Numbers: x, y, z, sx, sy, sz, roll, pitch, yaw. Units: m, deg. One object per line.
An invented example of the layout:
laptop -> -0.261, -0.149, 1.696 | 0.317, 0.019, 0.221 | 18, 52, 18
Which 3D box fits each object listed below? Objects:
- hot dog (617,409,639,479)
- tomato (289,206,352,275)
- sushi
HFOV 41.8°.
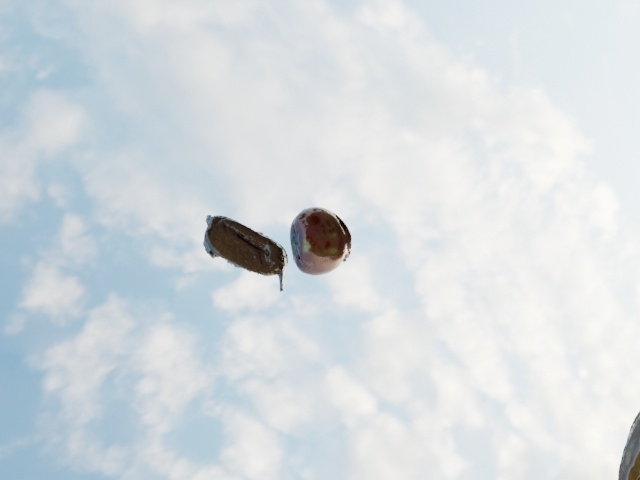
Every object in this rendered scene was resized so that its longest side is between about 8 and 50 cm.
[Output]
hot dog -> 0.341, 0.211, 0.674 | 0.196, 0.122, 0.272 | 8, -101, -11
tomato -> 0.000, 0.000, 1.064 | 0.075, 0.087, 0.087 | -7, -109, -16
sushi -> -0.084, 0.008, 0.925 | 0.120, 0.055, 0.052 | 24, -105, 9
